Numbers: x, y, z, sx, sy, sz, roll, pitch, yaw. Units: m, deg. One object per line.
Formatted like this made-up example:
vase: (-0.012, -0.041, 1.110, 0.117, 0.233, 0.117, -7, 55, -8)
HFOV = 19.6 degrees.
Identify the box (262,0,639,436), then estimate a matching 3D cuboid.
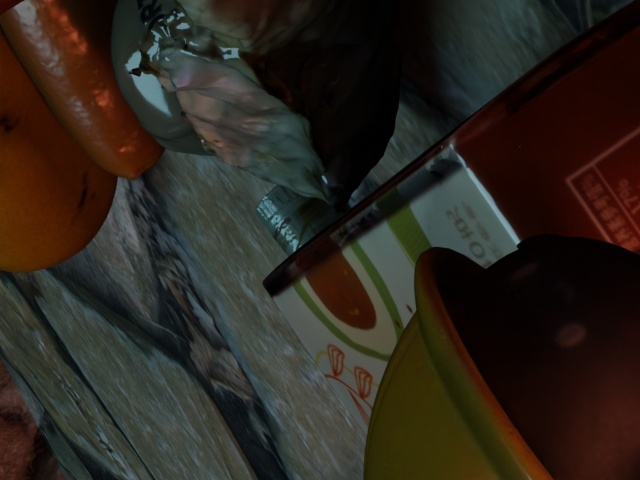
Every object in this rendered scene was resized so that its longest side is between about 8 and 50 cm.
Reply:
box: (0.159, 0.116, 0.845, 0.385, 0.122, 0.344, 55, 163, 1)

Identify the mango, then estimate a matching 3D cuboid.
mango: (-0.260, -0.097, 1.485, 0.317, 0.173, 0.211, 81, 179, -68)

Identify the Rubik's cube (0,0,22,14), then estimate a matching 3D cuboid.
Rubik's cube: (-0.109, -0.255, 0.509, 0.337, 0.344, 0.344, 58, 162, -9)

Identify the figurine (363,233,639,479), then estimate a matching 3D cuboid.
figurine: (0.135, 0.054, 0.566, 0.192, 0.257, 0.167, 50, 162, 39)

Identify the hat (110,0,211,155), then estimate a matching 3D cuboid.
hat: (-0.087, -0.133, 1.123, 0.147, 0.085, 0.175, 54, 165, 11)

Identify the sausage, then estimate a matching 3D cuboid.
sausage: (-0.180, -0.153, 1.339, 0.098, 0.098, 0.238, 29, 151, 57)

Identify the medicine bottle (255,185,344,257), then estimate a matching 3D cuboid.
medicine bottle: (0.000, 0.000, 1.200, 0.083, 0.047, 0.047, 52, 163, 12)

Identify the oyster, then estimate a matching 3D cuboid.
oyster: (-0.016, -0.100, 0.912, 0.110, 0.166, 0.341, 16, 154, 8)
